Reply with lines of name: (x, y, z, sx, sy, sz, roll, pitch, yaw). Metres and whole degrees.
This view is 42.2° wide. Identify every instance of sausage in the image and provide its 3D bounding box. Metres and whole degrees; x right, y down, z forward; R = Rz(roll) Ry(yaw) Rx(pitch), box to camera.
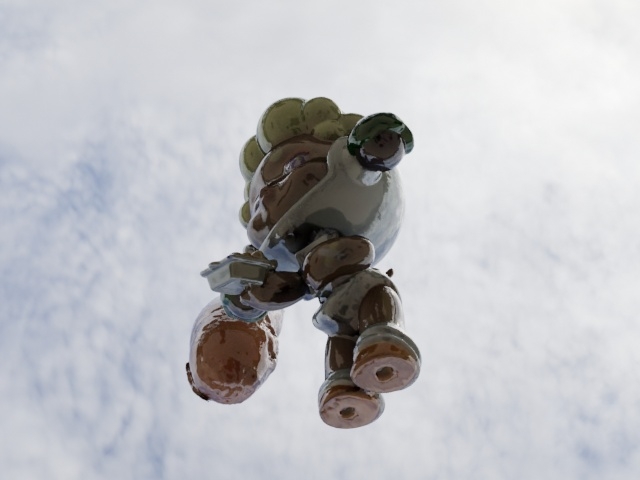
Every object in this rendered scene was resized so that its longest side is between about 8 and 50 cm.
sausage: (-0.068, 0.078, 0.693, 0.078, 0.304, 0.078, 0, -91, -2)

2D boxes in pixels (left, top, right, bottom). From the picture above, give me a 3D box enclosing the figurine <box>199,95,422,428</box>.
figurine: (-0.001, -0.001, 0.423, 0.093, 0.147, 0.197, 31, -152, -21)
